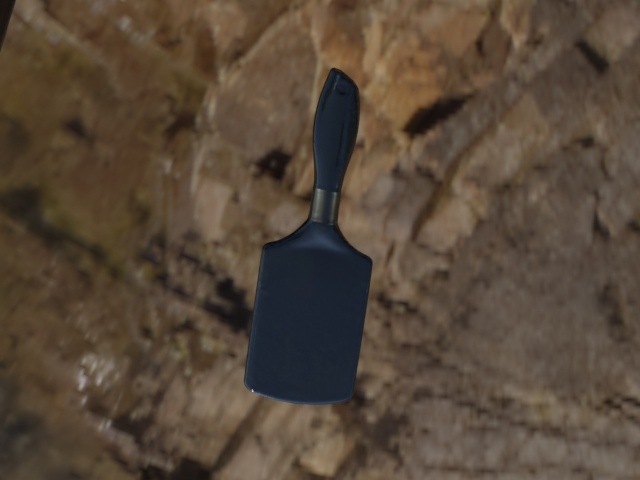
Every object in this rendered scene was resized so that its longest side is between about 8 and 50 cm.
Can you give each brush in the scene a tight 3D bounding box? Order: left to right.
[{"bbox_3d":[0.000,0.000,1.049,0.063,0.016,0.193,7,110,-7],"label":"brush"}]

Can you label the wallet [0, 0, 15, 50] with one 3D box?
[{"bbox_3d":[-0.304,-0.228,1.440,0.062,0.406,0.228,-11,142,30],"label":"wallet"}]
